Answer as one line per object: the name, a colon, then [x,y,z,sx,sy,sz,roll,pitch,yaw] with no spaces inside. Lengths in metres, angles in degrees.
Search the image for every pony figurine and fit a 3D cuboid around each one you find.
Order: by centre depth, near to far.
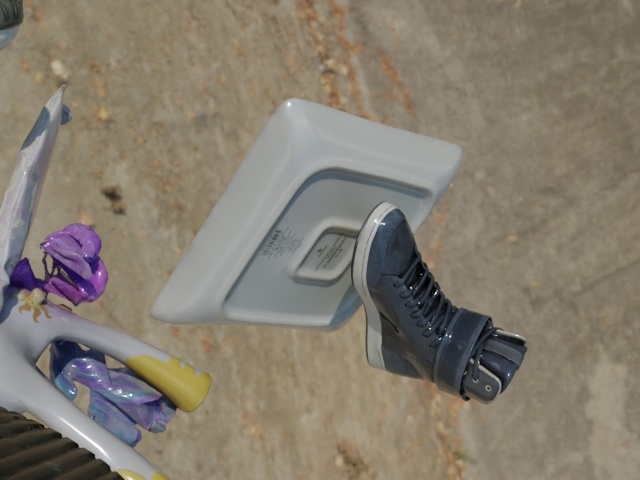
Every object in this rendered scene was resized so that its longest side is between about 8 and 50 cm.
pony figurine: [-0.258,0.070,0.772,0.363,0.303,0.351,41,16,-19]

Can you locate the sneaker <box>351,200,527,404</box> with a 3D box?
sneaker: [0.120,0.066,0.927,0.086,0.163,0.226,-50,145,-32]

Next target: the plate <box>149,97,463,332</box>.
plate: [0.000,0.000,0.984,0.278,0.277,0.045,9,35,-46]

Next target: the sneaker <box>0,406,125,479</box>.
sneaker: [-0.091,0.163,0.319,0.146,0.330,0.122,-62,165,6]

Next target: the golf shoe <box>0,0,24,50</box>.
golf shoe: [-0.309,-0.107,0.698,0.105,0.272,0.120,-40,114,-59]
